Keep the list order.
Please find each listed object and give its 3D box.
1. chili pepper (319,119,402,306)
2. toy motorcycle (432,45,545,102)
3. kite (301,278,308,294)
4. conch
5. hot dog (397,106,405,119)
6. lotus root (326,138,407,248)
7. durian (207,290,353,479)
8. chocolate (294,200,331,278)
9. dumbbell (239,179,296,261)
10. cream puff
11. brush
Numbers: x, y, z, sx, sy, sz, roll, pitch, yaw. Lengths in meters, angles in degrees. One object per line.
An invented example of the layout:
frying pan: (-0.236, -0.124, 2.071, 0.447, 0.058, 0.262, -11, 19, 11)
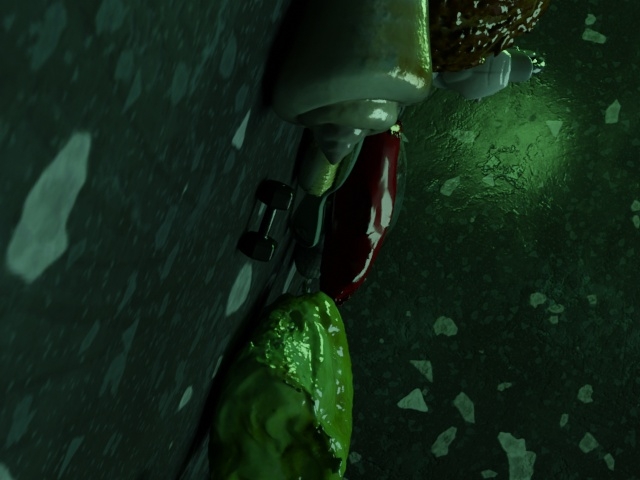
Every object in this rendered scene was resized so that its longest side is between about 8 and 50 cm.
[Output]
chili pepper: (0.063, -0.081, 1.280, 0.110, 0.110, 0.388, 23, 76, -86)
toy motorcycle: (0.181, -0.262, 1.188, 0.171, 0.260, 0.110, -27, 127, -49)
kite: (-0.042, 0.256, 1.740, 0.406, 0.014, 0.369, 127, -32, -62)
conch: (0.051, -0.185, 0.704, 0.158, 0.127, 0.255, 3, 109, -85)
hot dog: (0.148, -0.303, 1.629, 0.268, 0.075, 0.144, -66, -179, -67)
lotus root: (0.084, -0.104, 1.448, 0.158, 0.139, 0.322, -60, 169, -58)
durian: (-0.044, 0.230, 1.181, 0.340, 0.204, 0.256, -63, 162, -55)
chocolate: (0.000, 0.000, 1.380, 0.167, 0.072, 0.072, 112, 4, -45)
dumbbell: (-0.054, -0.021, 0.851, 0.036, 0.040, 0.083, -2, 118, -52)
cream puff: (0.179, -0.332, 0.986, 0.303, 0.212, 0.303, -62, 172, -15)
brush: (-0.008, -0.070, 1.062, 0.060, 0.068, 0.297, -41, 163, -33)
